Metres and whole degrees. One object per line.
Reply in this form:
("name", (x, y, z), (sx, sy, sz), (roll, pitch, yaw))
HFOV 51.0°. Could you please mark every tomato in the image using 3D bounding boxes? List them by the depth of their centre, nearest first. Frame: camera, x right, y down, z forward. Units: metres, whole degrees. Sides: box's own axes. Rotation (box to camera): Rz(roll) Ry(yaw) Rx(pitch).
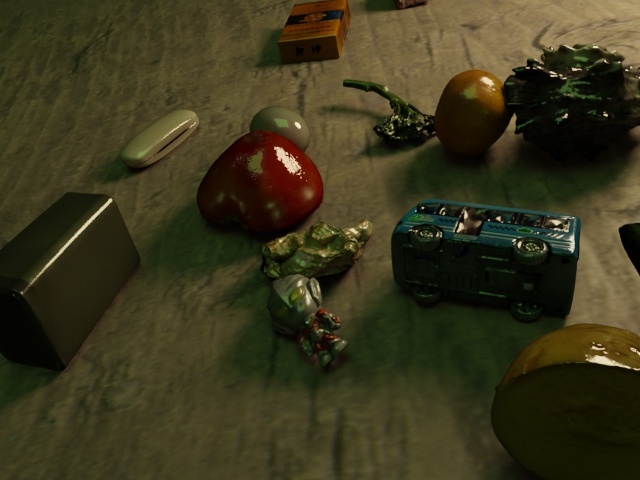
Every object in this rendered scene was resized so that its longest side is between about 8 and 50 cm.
("tomato", (-0.111, -0.118, 1.184), (0.233, 0.139, 0.200), (8, 37, 26))

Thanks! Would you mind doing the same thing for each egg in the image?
("egg", (-0.079, -0.210, 1.314), (0.135, 0.103, 0.103), (26, 53, 37))

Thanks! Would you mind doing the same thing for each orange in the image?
("orange", (0.274, -0.227, 1.199), (0.134, 0.154, 0.154), (15, 44, 6))

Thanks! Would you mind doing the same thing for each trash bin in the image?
("trash bin", (-0.403, 0.052, 1.041), (0.122, 0.164, 0.240), (4, 41, 21))

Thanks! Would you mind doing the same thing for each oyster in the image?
("oyster", (0.000, 0.000, 1.056), (0.163, 0.081, 0.191), (17, 30, 42))

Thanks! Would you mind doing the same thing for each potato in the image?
("potato", (0.290, 0.157, 0.720), (0.204, 0.178, 0.158), (-8, 26, 18))

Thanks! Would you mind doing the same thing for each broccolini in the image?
("broccolini", (0.115, -0.261, 1.356), (0.123, 0.062, 0.271), (-19, 42, -31))

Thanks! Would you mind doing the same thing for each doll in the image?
("doll", (-0.023, 0.105, 0.945), (0.094, 0.079, 0.180), (-49, 48, 7))

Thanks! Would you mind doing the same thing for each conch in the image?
("conch", (0.446, -0.263, 1.151), (0.313, 0.186, 0.240), (-21, 47, -22))

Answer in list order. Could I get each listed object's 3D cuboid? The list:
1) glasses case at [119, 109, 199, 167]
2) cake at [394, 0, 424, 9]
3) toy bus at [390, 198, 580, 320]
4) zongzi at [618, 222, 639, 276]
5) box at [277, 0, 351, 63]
("glasses case", (-0.345, -0.222, 1.448), (0.081, 0.051, 0.204), (16, 47, 33))
("cake", (0.252, -0.725, 1.883), (0.116, 0.112, 0.295), (-4, 26, 8))
("toy bus", (0.230, 0.018, 0.938), (0.247, 0.113, 0.134), (9, 39, 23))
("zongzi", (0.497, 0.071, 0.612), (0.319, 0.362, 0.383), (13, 40, 4))
("box", (-0.012, -0.545, 1.736), (0.152, 0.070, 0.237), (-3, 38, 13))
